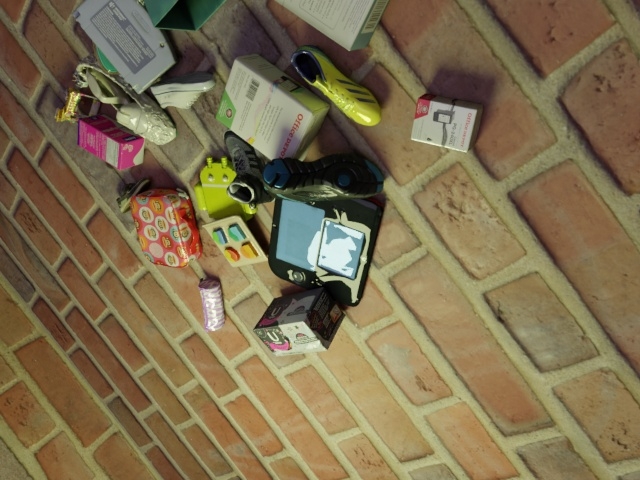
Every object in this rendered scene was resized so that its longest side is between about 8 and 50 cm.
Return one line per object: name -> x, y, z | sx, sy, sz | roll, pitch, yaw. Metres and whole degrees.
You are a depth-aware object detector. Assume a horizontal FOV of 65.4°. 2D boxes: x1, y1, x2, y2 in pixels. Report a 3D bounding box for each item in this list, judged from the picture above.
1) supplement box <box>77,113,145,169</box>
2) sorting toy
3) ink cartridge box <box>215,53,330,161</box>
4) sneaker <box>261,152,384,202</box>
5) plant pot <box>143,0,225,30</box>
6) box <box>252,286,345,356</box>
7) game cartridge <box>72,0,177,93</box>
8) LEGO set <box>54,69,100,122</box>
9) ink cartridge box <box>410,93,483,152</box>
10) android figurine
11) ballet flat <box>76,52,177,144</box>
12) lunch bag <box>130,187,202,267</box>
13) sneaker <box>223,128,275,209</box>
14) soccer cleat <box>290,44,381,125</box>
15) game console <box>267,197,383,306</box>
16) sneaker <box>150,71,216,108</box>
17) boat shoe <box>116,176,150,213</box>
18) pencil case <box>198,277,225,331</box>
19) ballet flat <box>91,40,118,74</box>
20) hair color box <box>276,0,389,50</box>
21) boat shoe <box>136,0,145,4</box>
supplement box -> -0.762, -0.361, 1.817 | 0.220, 0.111, 0.114 | 30, 124, 14
sorting toy -> -0.296, 0.011, 1.722 | 0.193, 0.038, 0.208 | -12, 122, 40
ink cartridge box -> -0.140, -0.369, 1.435 | 0.278, 0.117, 0.201 | 37, 127, 10
sneaker -> 0.006, -0.170, 1.411 | 0.341, 0.139, 0.125 | 3, 76, -5
plant pot -> -0.410, -0.743, 1.396 | 0.165, 0.166, 0.234 | -25, 91, 37
box -> -0.074, 0.273, 1.652 | 0.247, 0.163, 0.142 | -18, 118, 41
game cartridge -> -0.596, -0.638, 1.553 | 0.198, 0.062, 0.297 | -35, 106, 9
LEGO set -> -0.908, -0.496, 1.870 | 0.287, 0.107, 0.132 | -35, 58, 42
ink cartridge box -> 0.312, -0.292, 1.237 | 0.150, 0.063, 0.109 | 19, 121, 23
android figurine -> -0.322, -0.155, 1.691 | 0.248, 0.056, 0.273 | 8, 118, 28
ballet flat -> -0.674, -0.469, 1.700 | 0.409, 0.147, 0.147 | 46, 128, 2
lunch bag -> -0.555, -0.045, 1.842 | 0.258, 0.120, 0.293 | 5, 115, 28
sneaker -> -0.241, -0.222, 1.546 | 0.101, 0.153, 0.268 | -29, 96, 37
soccer cleat -> 0.036, -0.399, 1.313 | 0.289, 0.121, 0.093 | 45, 127, 4
game console -> 0.000, 0.000, 1.571 | 0.342, 0.060, 0.386 | 23, 123, 20
sneaker -> -0.424, -0.472, 1.587 | 0.258, 0.094, 0.091 | 6, 134, 34
boat shoe -> -0.724, -0.181, 1.902 | 0.073, 0.080, 0.223 | 49, 132, -5
pencil case -> -0.420, 0.248, 1.925 | 0.086, 0.088, 0.206 | 10, 119, 29
ballet flat -> -0.714, -0.723, 1.624 | 0.124, 0.116, 0.342 | 22, 124, 45
hair color box -> -0.013, -0.652, 1.225 | 0.374, 0.113, 0.185 | 37, 126, 9
boat shoe -> -0.514, -0.746, 1.476 | 0.079, 0.095, 0.254 | -22, 102, -4
